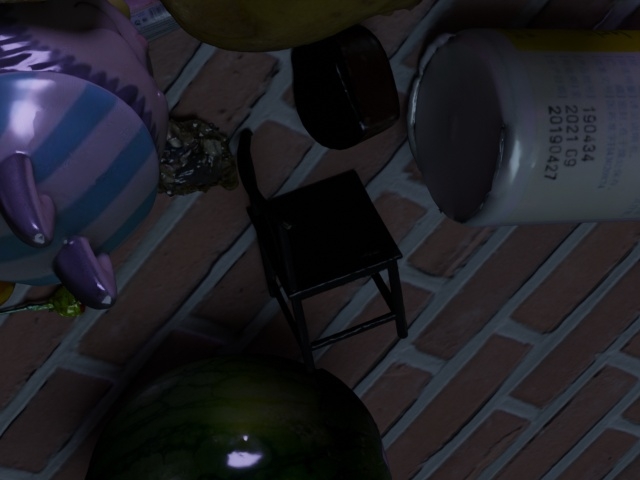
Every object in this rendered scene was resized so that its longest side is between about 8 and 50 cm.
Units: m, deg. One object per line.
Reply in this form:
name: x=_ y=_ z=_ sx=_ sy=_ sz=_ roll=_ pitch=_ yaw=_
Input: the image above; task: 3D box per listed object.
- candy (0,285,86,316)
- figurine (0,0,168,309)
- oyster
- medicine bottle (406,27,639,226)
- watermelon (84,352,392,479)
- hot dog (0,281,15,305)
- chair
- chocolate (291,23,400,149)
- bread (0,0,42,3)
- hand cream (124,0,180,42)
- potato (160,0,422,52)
candy: x=-0.317 y=0.073 z=1.904 sx=0.123 sy=0.035 sz=0.035 roll=-9 pitch=146 yaw=-5
figurine: x=-0.297 y=-0.094 z=1.475 sx=0.361 sy=0.378 sz=0.266 roll=-2 pitch=108 yaw=-19
oyster: x=-0.140 y=-0.080 z=1.829 sx=0.148 sy=0.051 sz=0.103 roll=3 pitch=137 yaw=-42
medicine bottle: x=0.307 y=-0.124 z=1.888 sx=0.379 sy=0.213 sz=0.213 roll=-2 pitch=131 yaw=-25
watermelon: x=-0.097 y=0.298 z=1.992 sx=0.363 sy=0.363 sz=0.363 roll=-14 pitch=135 yaw=-14
hot dog: x=-0.392 y=-0.014 z=1.753 sx=0.115 sy=0.072 sz=0.269 roll=-20 pitch=136 yaw=3
chair: x=0.000 y=0.000 z=1.904 sx=0.141 sy=0.154 sz=0.260 roll=-20 pitch=139 yaw=-9
chocolate: x=0.036 y=-0.164 z=1.798 sx=0.080 sy=0.125 sz=0.148 roll=-27 pitch=135 yaw=-26
bread: x=-0.303 y=-0.305 z=1.451 sx=0.246 sy=0.176 sz=0.195 roll=-6 pitch=124 yaw=-1
hand cream: x=-0.192 y=-0.208 z=1.693 sx=0.210 sy=0.043 sz=0.067 roll=-23 pitch=132 yaw=2
potato: x=0.014 y=-0.335 z=1.582 sx=0.397 sy=0.290 sz=0.296 roll=-45 pitch=-176 yaw=-37
